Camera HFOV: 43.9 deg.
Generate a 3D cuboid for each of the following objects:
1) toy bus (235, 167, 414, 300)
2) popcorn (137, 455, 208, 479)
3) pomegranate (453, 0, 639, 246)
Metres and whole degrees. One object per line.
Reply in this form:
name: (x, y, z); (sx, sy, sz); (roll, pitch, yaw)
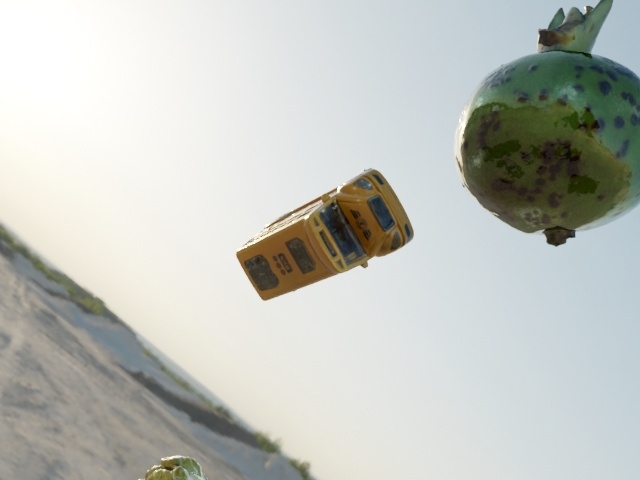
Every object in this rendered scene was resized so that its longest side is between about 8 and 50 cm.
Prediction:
toy bus: (0.000, 0.000, 0.672); (0.162, 0.074, 0.070); (-24, -83, 50)
popcorn: (-0.107, 0.209, 0.623); (0.082, 0.057, 0.083); (48, -2, 18)
pomegranate: (0.240, -0.124, 0.808); (0.211, 0.263, 0.211); (4, -8, 1)
